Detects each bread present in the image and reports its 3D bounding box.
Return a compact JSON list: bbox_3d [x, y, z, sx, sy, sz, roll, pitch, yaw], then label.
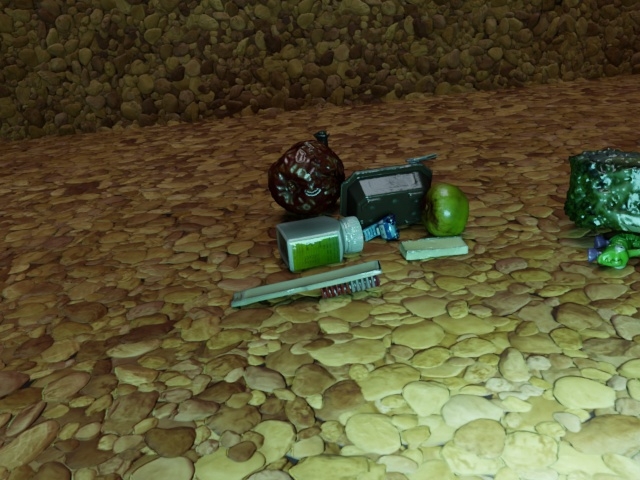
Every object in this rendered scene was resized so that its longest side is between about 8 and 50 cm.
[{"bbox_3d":[0.265,0.017,1.516,0.153,0.028,0.068,-7,21,-5],"label":"bread"}]

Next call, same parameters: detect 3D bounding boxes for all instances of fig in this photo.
[{"bbox_3d":[0.306,-0.074,1.597,0.120,0.136,0.153,8,10,11],"label":"fig"}]

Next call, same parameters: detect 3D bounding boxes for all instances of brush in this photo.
[{"bbox_3d":[-0.027,0.102,1.356,0.320,0.050,0.060,-12,23,4],"label":"brush"}]

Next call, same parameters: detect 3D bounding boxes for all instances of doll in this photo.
[{"bbox_3d":[0.646,0.017,1.395,0.115,0.050,0.190,9,22,30],"label":"doll"}]

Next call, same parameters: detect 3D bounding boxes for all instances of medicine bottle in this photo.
[{"bbox_3d":[0.000,0.000,1.543,0.188,0.088,0.132,-10,21,-13],"label":"medicine bottle"}]

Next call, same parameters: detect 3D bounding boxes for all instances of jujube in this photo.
[{"bbox_3d":[-0.032,-0.181,1.855,0.212,0.213,0.232,2,22,20],"label":"jujube"}]

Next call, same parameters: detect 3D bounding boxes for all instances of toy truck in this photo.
[{"bbox_3d":[0.152,-0.027,1.635,0.090,0.056,0.073,-16,15,10],"label":"toy truck"}]

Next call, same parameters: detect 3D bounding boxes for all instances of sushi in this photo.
[{"bbox_3d":[0.737,-0.107,1.463,0.351,0.178,0.294,8,15,26],"label":"sushi"}]

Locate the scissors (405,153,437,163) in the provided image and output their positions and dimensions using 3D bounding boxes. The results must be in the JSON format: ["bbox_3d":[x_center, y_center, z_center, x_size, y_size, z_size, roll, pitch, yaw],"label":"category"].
[{"bbox_3d":[0.365,-0.295,2.326,0.119,0.014,0.058,-15,23,-14],"label":"scissors"}]

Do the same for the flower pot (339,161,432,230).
[{"bbox_3d":[0.180,-0.100,1.689,0.250,0.179,0.084,-8,46,-8],"label":"flower pot"}]

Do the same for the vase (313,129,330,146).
[{"bbox_3d":[0.012,-0.264,2.096,0.120,0.183,0.120,-4,20,2],"label":"vase"}]
